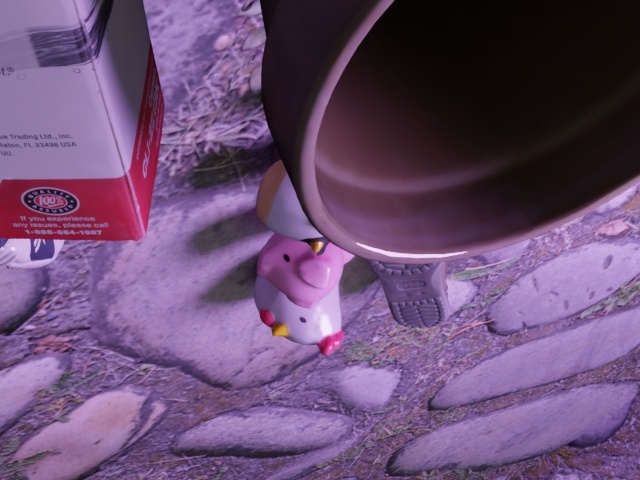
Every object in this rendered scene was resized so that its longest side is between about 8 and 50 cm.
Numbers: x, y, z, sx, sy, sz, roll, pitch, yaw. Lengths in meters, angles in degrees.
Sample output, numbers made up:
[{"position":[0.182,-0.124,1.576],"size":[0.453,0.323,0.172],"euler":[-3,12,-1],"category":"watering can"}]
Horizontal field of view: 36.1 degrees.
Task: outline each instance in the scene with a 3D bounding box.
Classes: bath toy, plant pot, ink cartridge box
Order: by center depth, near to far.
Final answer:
[{"position":[-0.198,-0.121,0.487],"size":[0.196,0.114,0.273],"euler":[1,146,2],"category":"ink cartridge box"},{"position":[0.081,-0.190,0.587],"size":[0.323,0.280,0.323],"euler":[-21,151,-12],"category":"plant pot"},{"position":[0.000,0.000,0.978],"size":[0.151,0.129,0.348],"euler":[-14,149,-22],"category":"bath toy"}]

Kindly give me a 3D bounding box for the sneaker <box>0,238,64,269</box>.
[{"position":[-0.202,-0.069,0.737],"size":[0.153,0.094,0.235],"euler":[-18,140,1],"category":"sneaker"}]

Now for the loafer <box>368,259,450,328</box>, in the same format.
[{"position":[0.101,0.002,1.123],"size":[0.094,0.087,0.251],"euler":[-2,141,7],"category":"loafer"}]
